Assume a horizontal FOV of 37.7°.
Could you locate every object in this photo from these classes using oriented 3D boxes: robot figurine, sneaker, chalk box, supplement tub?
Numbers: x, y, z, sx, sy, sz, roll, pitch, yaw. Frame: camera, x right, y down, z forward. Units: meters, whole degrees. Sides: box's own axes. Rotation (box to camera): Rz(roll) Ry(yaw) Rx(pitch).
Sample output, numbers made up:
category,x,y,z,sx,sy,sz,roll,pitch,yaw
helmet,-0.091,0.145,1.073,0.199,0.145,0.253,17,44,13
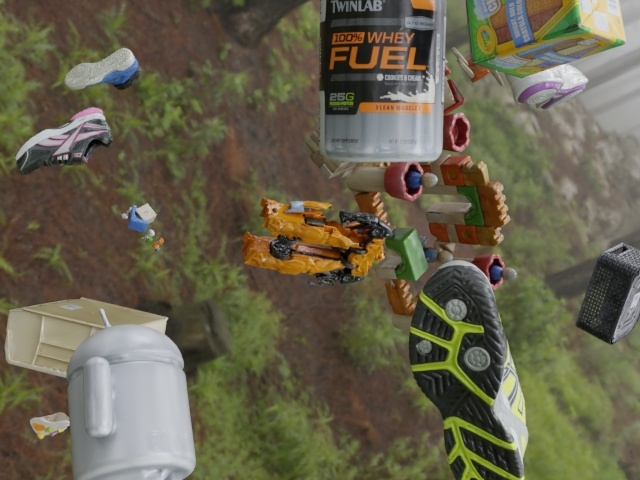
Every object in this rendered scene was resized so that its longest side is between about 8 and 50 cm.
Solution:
category,x,y,z,sx,sy,sz,roll,pitch,yaw
robot figurine,0.000,0.000,1.895,0.291,0.211,0.085,9,43,-26
sneaker,0.229,0.201,1.429,0.147,0.145,0.385,-53,136,-60
robot figurine,-0.321,0.294,1.580,0.300,0.199,0.354,68,10,-65
chalk box,0.283,-0.308,1.281,0.132,0.213,0.132,3,78,-47
supplement tub,0.093,-0.279,1.424,0.193,0.193,0.316,-28,119,-76
sneaker,-0.441,-0.333,1.920,0.084,0.152,0.058,61,5,-64
sneaker,0.421,-0.334,1.782,0.305,0.114,0.152,-6,70,-64
sneaker,-0.439,-0.158,1.615,0.077,0.178,0.072,56,-7,7

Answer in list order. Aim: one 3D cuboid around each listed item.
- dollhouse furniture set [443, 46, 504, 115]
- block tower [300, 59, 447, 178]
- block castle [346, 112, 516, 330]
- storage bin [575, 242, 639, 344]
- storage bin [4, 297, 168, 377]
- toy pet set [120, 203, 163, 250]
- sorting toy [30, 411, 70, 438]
category,x,y,z,sx,sy,sz,roll,pitch,yaw
dollhouse furniture set,0.256,-0.326,2.046,0.135,0.262,0.259,54,13,-25
block tower,0.094,-0.249,1.732,0.091,0.335,0.097,50,38,11
block castle,0.266,-0.027,2.072,0.303,0.212,0.453,-44,126,-40
storage bin,0.608,0.109,1.916,0.084,0.180,0.122,31,32,34
storage bin,-0.499,0.211,2.014,0.262,0.260,0.123,-8,108,-76
toy pet set,-0.444,-0.031,2.294,0.065,0.114,0.122,-34,80,-36
sorting toy,-0.529,0.370,1.894,0.083,0.075,0.045,6,69,-71
